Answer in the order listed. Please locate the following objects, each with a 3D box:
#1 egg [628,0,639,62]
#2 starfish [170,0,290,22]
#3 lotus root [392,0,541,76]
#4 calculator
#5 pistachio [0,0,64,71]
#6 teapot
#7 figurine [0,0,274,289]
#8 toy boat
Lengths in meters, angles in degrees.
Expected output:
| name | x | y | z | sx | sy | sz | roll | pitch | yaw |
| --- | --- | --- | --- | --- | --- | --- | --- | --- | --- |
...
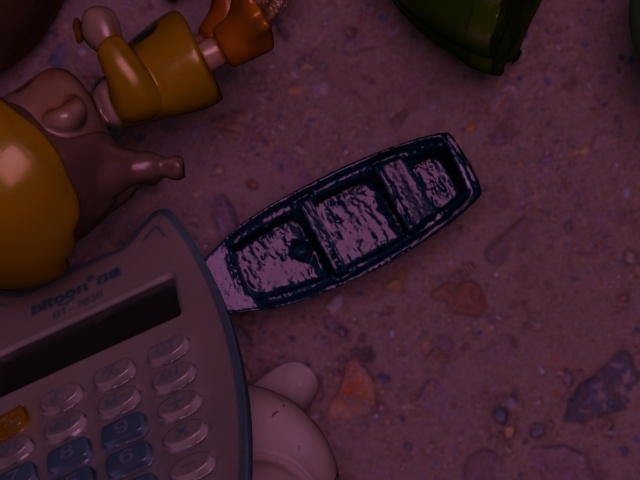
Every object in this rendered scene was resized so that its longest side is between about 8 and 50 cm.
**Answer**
| name | x | y | z | sx | sy | sz | roll | pitch | yaw |
| --- | --- | --- | --- | --- | --- | --- | --- | --- | --- |
| egg | 0.408 | -0.195 | 1.658 | 0.269 | 0.220 | 0.220 | 9 | 80 | -11 |
| starfish | -0.047 | -0.303 | 1.719 | 0.238 | 0.071 | 0.216 | -11 | 87 | -13 |
| lotus root | 0.114 | -0.258 | 1.685 | 0.186 | 0.186 | 0.186 | 1 | 81 | -5 |
| calculator | -0.176 | 0.148 | 1.516 | 0.256 | 0.054 | 0.386 | -25 | 40 | 8 |
| pistachio | -0.298 | -0.270 | 1.652 | 0.260 | 0.163 | 0.213 | -45 | 127 | -28 |
| teapot | -0.103 | 0.233 | 1.589 | 0.299 | 0.166 | 0.208 | -36 | 126 | -3 |
| figurine | -0.198 | -0.100 | 1.588 | 0.343 | 0.215 | 0.187 | -35 | 89 | -5 |
| toy boat | 0.000 | 0.000 | 1.672 | 0.299 | 0.062 | 0.096 | -27 | 84 | -9 |
